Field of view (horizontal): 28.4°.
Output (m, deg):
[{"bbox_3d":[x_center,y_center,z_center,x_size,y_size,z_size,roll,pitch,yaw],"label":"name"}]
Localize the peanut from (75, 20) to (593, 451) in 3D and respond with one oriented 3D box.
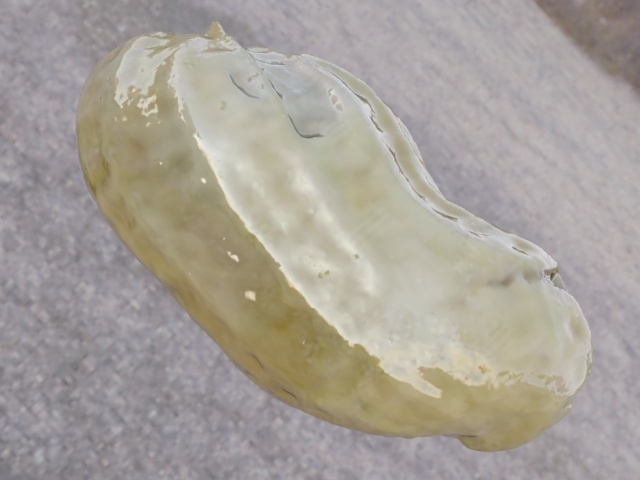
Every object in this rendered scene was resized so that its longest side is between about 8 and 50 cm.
[{"bbox_3d":[-0.005,0.004,0.747,0.174,0.158,0.340,-35,79,-34],"label":"peanut"}]
